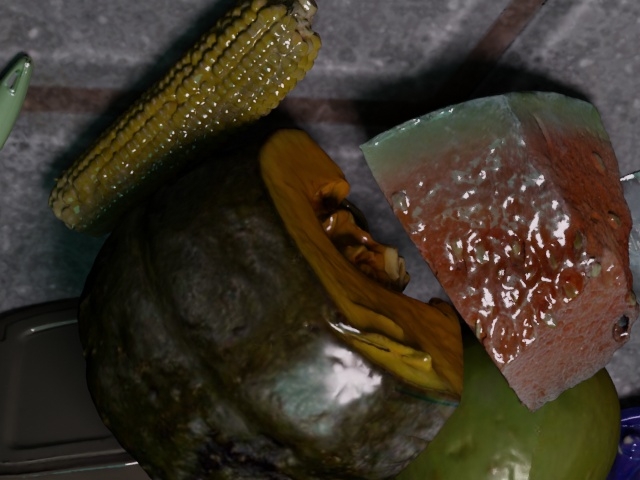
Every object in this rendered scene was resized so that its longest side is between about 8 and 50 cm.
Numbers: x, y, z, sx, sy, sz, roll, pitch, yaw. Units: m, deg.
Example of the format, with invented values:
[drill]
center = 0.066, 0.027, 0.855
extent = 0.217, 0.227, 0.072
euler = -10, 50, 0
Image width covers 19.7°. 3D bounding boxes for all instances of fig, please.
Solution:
[fig]
center = 0.146, 0.176, 1.597
extent = 0.207, 0.230, 0.207
euler = 31, 147, 22

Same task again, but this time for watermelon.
[watermelon]
center = 0.165, 0.006, 1.490
extent = 0.193, 0.140, 0.256
euler = -19, 85, 6

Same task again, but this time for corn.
[corn]
center = -0.108, -0.102, 1.508
extent = 0.288, 0.086, 0.086
euler = -40, 114, 20

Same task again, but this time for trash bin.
[trash bin]
center = -0.181, 0.210, 1.619
extent = 0.219, 0.220, 0.250
euler = -10, 127, 5

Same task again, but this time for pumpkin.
[pumpkin]
center = -0.041, 0.075, 1.454
extent = 0.303, 0.256, 0.225
euler = 48, 114, 10

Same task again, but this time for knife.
[knife]
center = -0.314, -0.041, 1.569
extent = 0.043, 0.020, 0.293
euler = 23, 118, -17

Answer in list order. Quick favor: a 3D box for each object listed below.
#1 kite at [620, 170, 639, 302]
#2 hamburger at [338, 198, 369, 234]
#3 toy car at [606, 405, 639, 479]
[kite]
center = 0.400, -0.035, 1.605
extent = 0.310, 0.015, 0.169
euler = -25, 117, 12
[hamburger]
center = 0.000, 0.000, 1.591
extent = 0.083, 0.044, 0.076
euler = -40, 113, 22
[toy car]
center = 0.327, 0.269, 1.695
extent = 0.172, 0.158, 0.235
euler = 0, 121, -3
